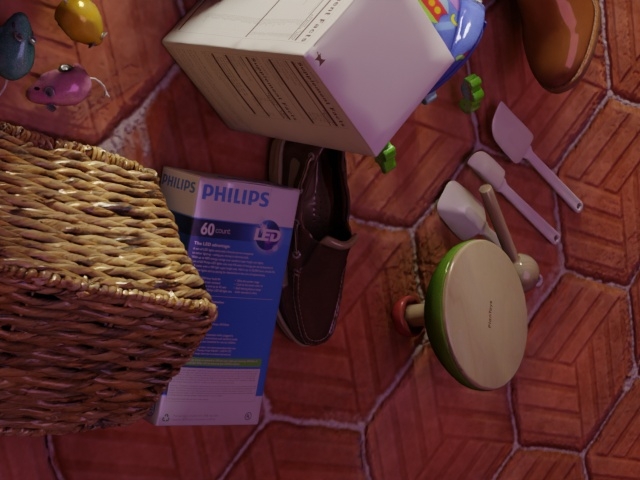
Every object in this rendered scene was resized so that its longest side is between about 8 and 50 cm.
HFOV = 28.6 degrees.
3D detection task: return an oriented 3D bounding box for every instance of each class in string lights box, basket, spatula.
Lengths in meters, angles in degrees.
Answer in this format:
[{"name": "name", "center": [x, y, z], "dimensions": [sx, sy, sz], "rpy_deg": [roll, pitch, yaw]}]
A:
[{"name": "string lights box", "center": [-0.115, 0.061, 1.322], "dimensions": [0.133, 0.077, 0.259], "rpy_deg": [7, 96, -40]}, {"name": "basket", "center": [-0.287, 0.039, 1.172], "dimensions": [0.299, 0.223, 0.213], "rpy_deg": [13, 125, -40]}, {"name": "spatula", "center": [0.252, -0.048, 1.631], "dimensions": [0.242, 0.019, 0.168], "rpy_deg": [40, 74, -41]}]

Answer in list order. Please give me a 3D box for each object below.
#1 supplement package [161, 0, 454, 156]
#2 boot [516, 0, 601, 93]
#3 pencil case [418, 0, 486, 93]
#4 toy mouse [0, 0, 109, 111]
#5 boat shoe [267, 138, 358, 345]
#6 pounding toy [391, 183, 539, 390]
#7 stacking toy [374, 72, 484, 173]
[{"name": "supplement package", "center": [-0.016, -0.186, 1.234], "dimensions": [0.139, 0.244, 0.134], "rpy_deg": [-51, 126, -17]}, {"name": "boot", "center": [0.235, -0.323, 1.471], "dimensions": [0.220, 0.109, 0.283], "rpy_deg": [1, 94, -48]}, {"name": "pencil case", "center": [0.052, -0.292, 1.296], "dimensions": [0.133, 0.119, 0.306], "rpy_deg": [-43, 108, -3]}, {"name": "toy mouse", "center": [-0.255, -0.161, 1.166], "dimensions": [0.143, 0.031, 0.161], "rpy_deg": [-39, 143, -8]}, {"name": "boat shoe", "center": [-0.006, 0.002, 1.382], "dimensions": [0.095, 0.095, 0.257], "rpy_deg": [-17, 111, -35]}, {"name": "pounding toy", "center": [0.170, 0.075, 1.550], "dimensions": [0.183, 0.110, 0.237], "rpy_deg": [52, 48, -31]}, {"name": "stacking toy", "center": [0.099, -0.212, 1.450], "dimensions": [0.167, 0.052, 0.221], "rpy_deg": [-33, 121, -26]}]
